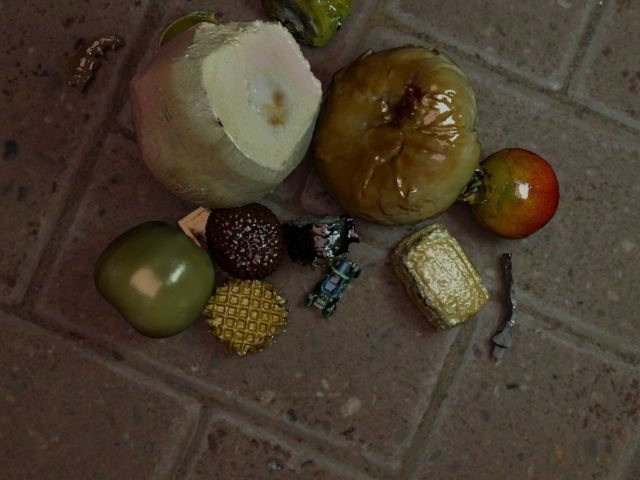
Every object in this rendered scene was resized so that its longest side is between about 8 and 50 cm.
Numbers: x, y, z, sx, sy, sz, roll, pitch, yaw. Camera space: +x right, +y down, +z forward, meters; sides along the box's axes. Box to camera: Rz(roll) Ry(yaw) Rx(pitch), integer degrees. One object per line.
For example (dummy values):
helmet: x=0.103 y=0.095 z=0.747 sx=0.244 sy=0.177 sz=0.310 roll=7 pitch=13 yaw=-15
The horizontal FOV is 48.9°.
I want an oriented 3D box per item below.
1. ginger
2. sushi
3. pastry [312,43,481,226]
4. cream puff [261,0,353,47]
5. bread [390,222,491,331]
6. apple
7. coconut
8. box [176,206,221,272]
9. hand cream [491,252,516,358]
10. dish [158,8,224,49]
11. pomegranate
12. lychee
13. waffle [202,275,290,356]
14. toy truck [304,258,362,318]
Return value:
ginger: x=-0.552 y=-0.438 z=1.695 sx=0.069 sy=0.051 sz=0.173 roll=39 pitch=90 yaw=-3
sushi: x=0.000 y=0.000 z=1.616 sx=0.147 sy=0.212 sz=0.114 roll=-16 pitch=98 yaw=-23
pastry: x=0.173 y=-0.228 z=1.567 sx=0.410 sy=0.245 sz=0.409 roll=0 pitch=91 yaw=29
cream puff: x=-0.026 y=-0.584 z=1.646 sx=0.221 sy=0.195 sz=0.194 roll=34 pitch=88 yaw=-4
bread: x=0.283 y=0.085 z=1.652 sx=0.174 sy=0.121 sz=0.245 roll=-34 pitch=85 yaw=-10
apple: x=-0.372 y=0.082 z=1.583 sx=0.263 sy=0.262 sz=0.262 roll=0 pitch=88 yaw=0
coconut: x=-0.220 y=-0.257 z=1.519 sx=0.405 sy=0.404 sz=0.404 roll=0 pitch=88 yaw=0
box: x=-0.268 y=-0.005 z=1.699 sx=0.087 sy=0.023 sz=0.155 roll=-34 pitch=89 yaw=2
hand cream: x=0.442 y=0.155 z=1.675 sx=0.050 sy=0.084 sz=0.256 roll=6 pitch=92 yaw=7
dish: x=-0.298 y=-0.456 z=1.682 sx=0.149 sy=0.080 sz=0.207 roll=45 pitch=90 yaw=0
pomegranate: x=0.429 y=-0.109 z=1.611 sx=0.235 sy=0.210 sz=0.210 roll=12 pitch=88 yaw=-18
lychee: x=-0.170 y=0.007 z=1.601 sx=0.188 sy=0.188 sz=0.188 roll=0 pitch=88 yaw=0
waffle: x=-0.175 y=0.175 z=1.674 sx=0.197 sy=0.070 sz=0.193 roll=44 pitch=88 yaw=-2
toy truck: x=0.031 y=0.107 z=1.671 sx=0.080 sy=0.078 sz=0.154 roll=33 pitch=89 yaw=2
